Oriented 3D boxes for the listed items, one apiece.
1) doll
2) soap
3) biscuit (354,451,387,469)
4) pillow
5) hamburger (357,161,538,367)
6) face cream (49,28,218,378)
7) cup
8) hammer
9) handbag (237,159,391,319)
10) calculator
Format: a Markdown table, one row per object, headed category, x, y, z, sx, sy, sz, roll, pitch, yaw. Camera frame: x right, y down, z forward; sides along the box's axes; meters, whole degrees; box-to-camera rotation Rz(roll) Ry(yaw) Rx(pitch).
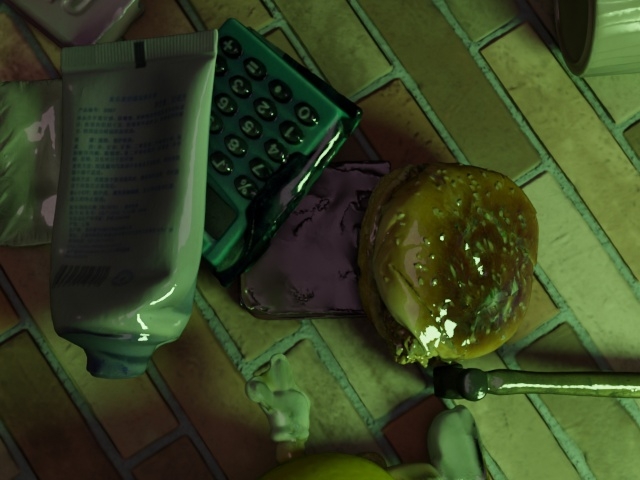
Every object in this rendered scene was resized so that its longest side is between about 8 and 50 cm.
| category | x | y | z | sx | sy | sz | roll | pitch | yaw |
| --- | --- | --- | --- | --- | --- | --- | --- | --- | --- |
| doll | 0.042 | 0.321 | 1.119 | 0.423 | 0.161 | 0.348 | 21 | 53 | -16 |
| soap | -0.349 | -0.337 | 1.281 | 0.203 | 0.065 | 0.122 | 38 | 82 | 3 |
| biscuit | 0.054 | 0.394 | 1.196 | 0.153 | 0.030 | 0.234 | -20 | 83 | -24 |
| pillow | -0.364 | -0.105 | 1.256 | 0.128 | 0.051 | 0.229 | -1 | 81 | -6 |
| hamburger | 0.150 | 0.028 | 1.170 | 0.286 | 0.146 | 0.243 | -45 | 114 | -27 |
| face cream | -0.238 | -0.044 | 1.166 | 0.235 | 0.137 | 0.420 | -1 | 83 | 26 |
| cup | 0.458 | -0.308 | 1.211 | 0.273 | 0.288 | 0.208 | -5 | 119 | 0 |
| hammer | 0.355 | 0.185 | 1.212 | 0.440 | 0.168 | 0.044 | 3 | 84 | -11 |
| handbag | -0.001 | 0.000 | 1.247 | 0.216 | 0.074 | 0.203 | -2 | 83 | -4 |
| calculator | -0.109 | -0.119 | 1.199 | 0.248 | 0.058 | 0.274 | 44 | 100 | 24 |
